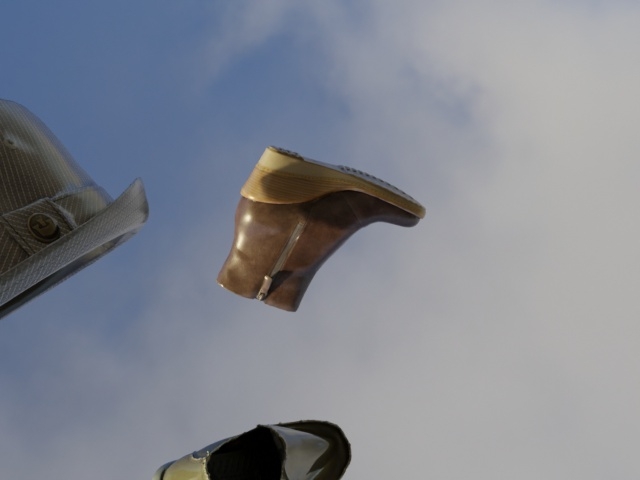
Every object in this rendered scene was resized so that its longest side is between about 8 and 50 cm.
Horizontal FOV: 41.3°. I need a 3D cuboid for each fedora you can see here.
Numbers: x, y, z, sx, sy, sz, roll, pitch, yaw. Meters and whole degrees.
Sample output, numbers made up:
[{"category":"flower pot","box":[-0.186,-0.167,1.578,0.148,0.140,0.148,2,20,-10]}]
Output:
[{"category":"fedora","box":[-0.234,0.005,0.493,0.275,0.243,0.124,-38,-82,-41]}]

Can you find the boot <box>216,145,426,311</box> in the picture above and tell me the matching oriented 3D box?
[{"category":"boot","box":[0.000,0.000,1.155,0.248,0.090,0.207,17,-77,-11]}]

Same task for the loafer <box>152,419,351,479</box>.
[{"category":"loafer","box":[-0.050,0.239,0.883,0.251,0.087,0.094,-5,-115,-46]}]
